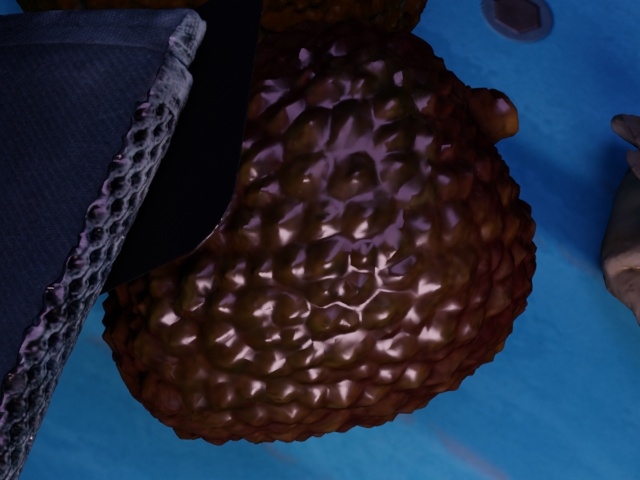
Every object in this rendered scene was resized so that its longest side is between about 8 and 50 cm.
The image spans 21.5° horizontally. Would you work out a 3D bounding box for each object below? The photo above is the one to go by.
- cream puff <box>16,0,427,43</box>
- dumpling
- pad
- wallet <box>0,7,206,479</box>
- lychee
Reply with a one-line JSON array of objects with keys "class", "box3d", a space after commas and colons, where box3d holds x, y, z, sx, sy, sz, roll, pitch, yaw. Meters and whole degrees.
[{"class": "cream puff", "box3d": [-0.067, -0.229, 1.089, 0.303, 0.212, 0.303, 4, 60, -7]}, {"class": "dumpling", "box3d": [0.258, 0.056, 1.062, 0.332, 0.086, 0.166, 52, 28, 20]}, {"class": "pad", "box3d": [-0.135, -0.031, 0.935, 0.004, 0.267, 0.181, 35, 46, -35]}, {"class": "wallet", "box3d": [-0.203, 0.028, 0.888, 0.237, 0.075, 0.342, 0, 56, 37]}, {"class": "lychee", "box3d": [0.000, 0.000, 0.950, 0.271, 0.236, 0.236, -41, 74, -14]}]
